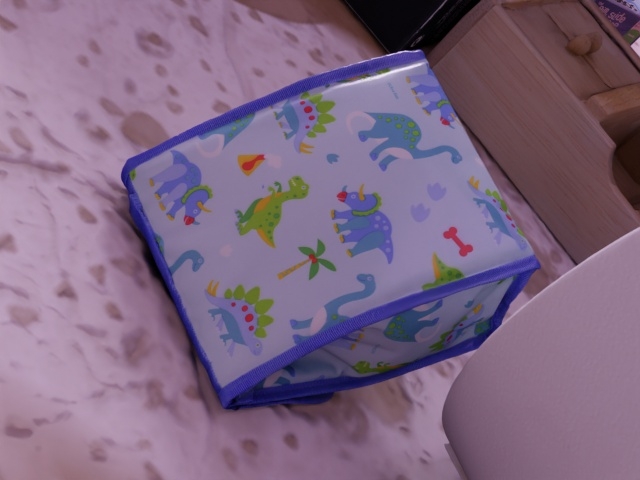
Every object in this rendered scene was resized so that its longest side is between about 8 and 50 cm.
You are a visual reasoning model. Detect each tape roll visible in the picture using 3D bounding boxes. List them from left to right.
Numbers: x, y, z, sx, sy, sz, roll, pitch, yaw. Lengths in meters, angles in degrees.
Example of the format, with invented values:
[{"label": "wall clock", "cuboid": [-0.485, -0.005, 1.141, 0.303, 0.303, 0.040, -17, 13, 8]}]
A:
[{"label": "tape roll", "cuboid": [0.196, 0.100, 0.600, 0.246, 0.246, 0.169, 5, 50, -46]}]

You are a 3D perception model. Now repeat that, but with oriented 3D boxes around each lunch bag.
[{"label": "lunch bag", "cuboid": [0.000, 0.000, 0.633, 0.151, 0.096, 0.129, -16, 63, -22]}]

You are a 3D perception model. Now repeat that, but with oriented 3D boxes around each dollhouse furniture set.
[{"label": "dollhouse furniture set", "cuboid": [0.297, -0.146, 0.844, 0.256, 0.394, 0.362, 53, 33, 12]}]

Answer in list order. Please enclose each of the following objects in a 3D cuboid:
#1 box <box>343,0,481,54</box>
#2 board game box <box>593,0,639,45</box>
[{"label": "box", "cuboid": [0.038, -0.265, 0.963, 0.261, 0.103, 0.184, 50, 30, 8]}, {"label": "board game box", "cuboid": [0.179, -0.245, 1.157, 0.201, 0.035, 0.136, 15, 43, -39]}]
